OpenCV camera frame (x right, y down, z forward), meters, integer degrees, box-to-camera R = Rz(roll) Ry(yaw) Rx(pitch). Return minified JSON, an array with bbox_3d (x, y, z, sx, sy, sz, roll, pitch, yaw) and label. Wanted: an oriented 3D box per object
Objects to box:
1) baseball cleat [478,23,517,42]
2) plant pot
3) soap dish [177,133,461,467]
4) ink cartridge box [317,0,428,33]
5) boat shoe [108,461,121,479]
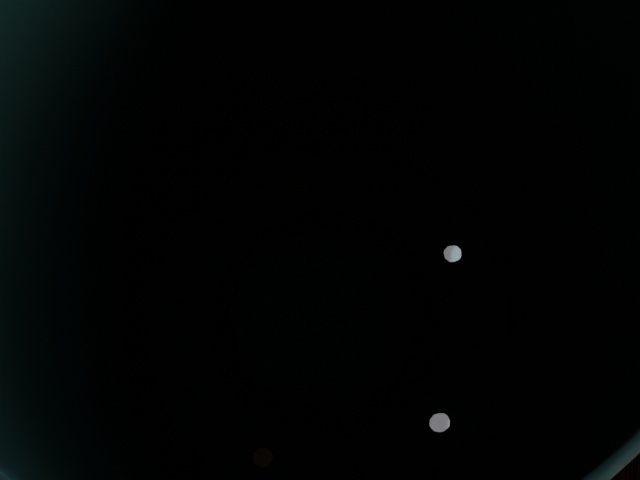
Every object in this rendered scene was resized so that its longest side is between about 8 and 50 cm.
[{"bbox_3d":[0.103,-0.193,0.595,0.109,0.072,0.205,-32,128,-76],"label":"baseball cleat"},{"bbox_3d":[0.000,0.000,0.513,0.235,0.293,0.293,82,17,-70],"label":"plant pot"},{"bbox_3d":[0.008,0.048,0.786,0.291,0.118,0.229,32,63,-70],"label":"soap dish"},{"bbox_3d":[-0.008,-0.325,0.602,0.279,0.160,0.384,-66,153,-47],"label":"ink cartridge box"},{"bbox_3d":[-0.117,0.116,0.504,0.184,0.066,0.063,-2,84,-71],"label":"boat shoe"}]
